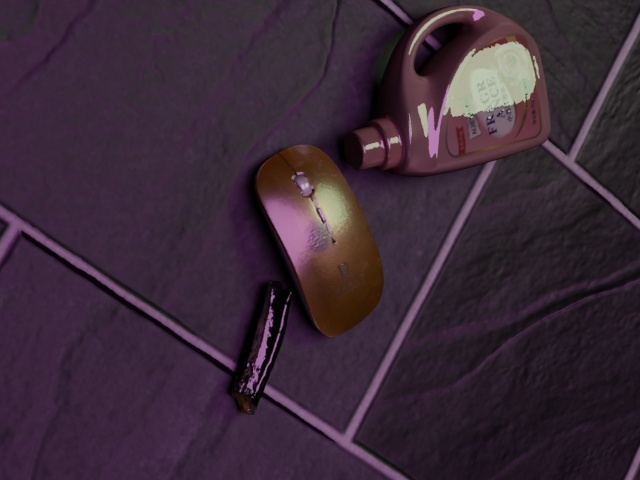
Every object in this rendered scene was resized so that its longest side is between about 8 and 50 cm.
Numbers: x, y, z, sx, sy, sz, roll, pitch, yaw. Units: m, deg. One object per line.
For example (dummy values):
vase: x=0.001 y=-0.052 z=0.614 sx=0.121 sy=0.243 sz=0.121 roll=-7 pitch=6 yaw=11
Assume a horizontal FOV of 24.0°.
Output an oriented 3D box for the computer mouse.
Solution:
computer mouse: x=0.001 y=0.000 z=1.522 sx=0.102 sy=0.045 sz=0.199 roll=-31 pitch=107 yaw=-30

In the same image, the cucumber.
cucumber: x=-0.056 y=0.107 z=1.496 sx=0.135 sy=0.033 sz=0.034 roll=-70 pitch=158 yaw=-11

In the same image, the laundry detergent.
laundry detergent: x=0.125 y=-0.157 z=1.579 sx=0.237 sy=0.076 sz=0.171 roll=-14 pitch=97 yaw=-29
